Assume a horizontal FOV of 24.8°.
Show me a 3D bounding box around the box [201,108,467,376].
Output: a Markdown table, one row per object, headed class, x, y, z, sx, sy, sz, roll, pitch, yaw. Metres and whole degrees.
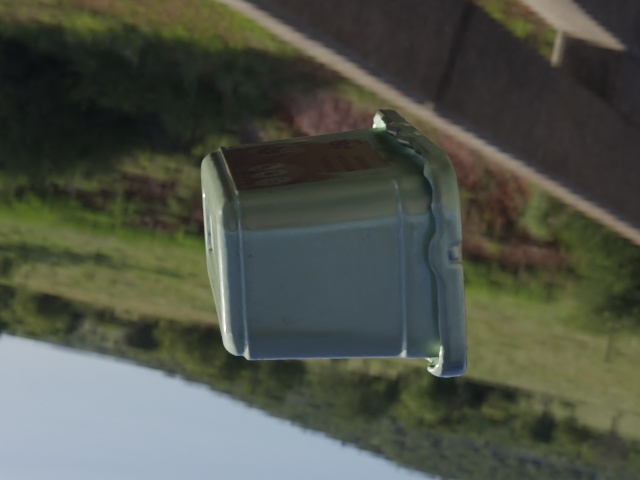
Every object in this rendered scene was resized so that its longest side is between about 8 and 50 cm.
| class | x | y | z | sx | sy | sz | roll | pitch | yaw |
| --- | --- | --- | --- | --- | --- | --- | --- | --- | --- |
| box | 0.000 | 0.000 | 1.192 | 0.183 | 0.175 | 0.312 | -5 | -167 | -7 |
